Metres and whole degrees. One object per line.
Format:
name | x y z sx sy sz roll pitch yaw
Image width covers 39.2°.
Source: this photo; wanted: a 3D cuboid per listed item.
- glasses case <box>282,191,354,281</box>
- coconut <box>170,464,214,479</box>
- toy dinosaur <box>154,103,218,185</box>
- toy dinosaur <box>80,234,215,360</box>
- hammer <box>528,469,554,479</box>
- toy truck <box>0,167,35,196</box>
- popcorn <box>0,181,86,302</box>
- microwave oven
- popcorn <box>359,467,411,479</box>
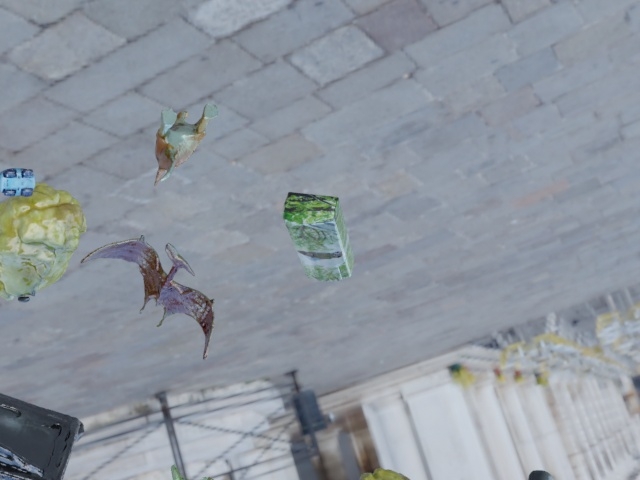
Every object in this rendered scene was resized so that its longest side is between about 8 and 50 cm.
glasses case | 0.000 0.000 1.646 0.095 0.062 0.272 7 158 12
coconut | -0.227 0.489 1.744 0.158 0.055 0.133 28 167 2
toy dinosaur | -0.196 -0.116 1.160 0.142 0.057 0.212 -49 -172 45
toy dinosaur | -0.355 0.126 1.991 0.206 0.327 0.113 -27 -175 35
hammer | 0.208 0.372 0.956 0.033 0.111 0.288 -12 -147 37
toy truck | -0.616 -0.122 1.800 0.073 0.056 0.090 -2 -164 -37
popcorn | -0.639 0.003 1.959 0.252 0.215 0.286 -7 142 -41
microwave oven | -0.438 0.282 1.107 0.247 0.188 0.178 20 -167 -12
popcorn | 0.156 0.601 1.905 0.192 0.233 0.266 -33 121 -4
